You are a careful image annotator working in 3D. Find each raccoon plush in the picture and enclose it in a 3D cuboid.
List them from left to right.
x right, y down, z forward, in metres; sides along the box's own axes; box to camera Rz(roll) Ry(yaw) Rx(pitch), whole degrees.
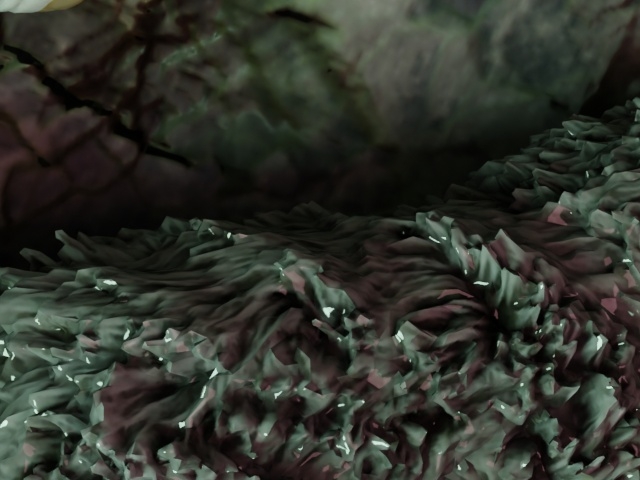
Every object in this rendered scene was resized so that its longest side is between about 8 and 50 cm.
[{"bbox_3d":[0.000,0.000,0.614,0.446,0.216,0.299,36,81,-35],"label":"raccoon plush"}]

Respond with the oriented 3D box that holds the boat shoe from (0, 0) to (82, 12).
[{"bbox_3d":[-0.108,-0.190,0.528,0.096,0.098,0.277,-10,115,-28],"label":"boat shoe"}]
